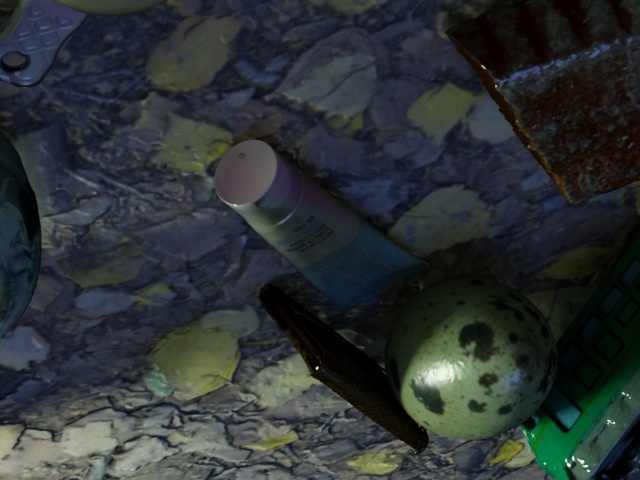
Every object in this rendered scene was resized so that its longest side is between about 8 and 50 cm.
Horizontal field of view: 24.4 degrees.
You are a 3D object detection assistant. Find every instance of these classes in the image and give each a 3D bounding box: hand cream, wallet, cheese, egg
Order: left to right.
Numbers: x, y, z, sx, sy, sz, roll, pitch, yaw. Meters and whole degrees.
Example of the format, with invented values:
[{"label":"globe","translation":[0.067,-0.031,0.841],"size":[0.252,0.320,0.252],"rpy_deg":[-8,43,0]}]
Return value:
[{"label":"cheese","translation":[-0.174,-0.215,1.120],"size":[0.163,0.082,0.286],"rpy_deg":[19,130,-37]},{"label":"hand cream","translation":[0.000,0.000,1.476],"size":[0.111,0.070,0.312],"rpy_deg":[-33,144,14]},{"label":"wallet","translation":[0.032,0.139,1.608],"size":[0.039,0.133,0.243],"rpy_deg":[-41,139,6]},{"label":"egg","translation":[0.165,0.126,1.583],"size":[0.177,0.177,0.228],"rpy_deg":[-2,179,-21]}]

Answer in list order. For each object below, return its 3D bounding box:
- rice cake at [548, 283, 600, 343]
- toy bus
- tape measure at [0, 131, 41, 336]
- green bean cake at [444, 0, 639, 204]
[{"label":"rice cake","translation":[0.358,0.110,1.780],"size":[0.198,0.037,0.189],"rpy_deg":[-9,142,-11]},{"label":"toy bus","translation":[0.368,0.139,1.622],"size":[0.183,0.199,0.343],"rpy_deg":[31,99,-37]},{"label":"tape measure","translation":[-0.375,-0.006,1.249],"size":[0.275,0.147,0.256],"rpy_deg":[-9,140,-6]},{"label":"green bean cake","translation":[0.234,-0.134,1.375],"size":[0.198,0.097,0.233],"rpy_deg":[-20,143,0]}]
